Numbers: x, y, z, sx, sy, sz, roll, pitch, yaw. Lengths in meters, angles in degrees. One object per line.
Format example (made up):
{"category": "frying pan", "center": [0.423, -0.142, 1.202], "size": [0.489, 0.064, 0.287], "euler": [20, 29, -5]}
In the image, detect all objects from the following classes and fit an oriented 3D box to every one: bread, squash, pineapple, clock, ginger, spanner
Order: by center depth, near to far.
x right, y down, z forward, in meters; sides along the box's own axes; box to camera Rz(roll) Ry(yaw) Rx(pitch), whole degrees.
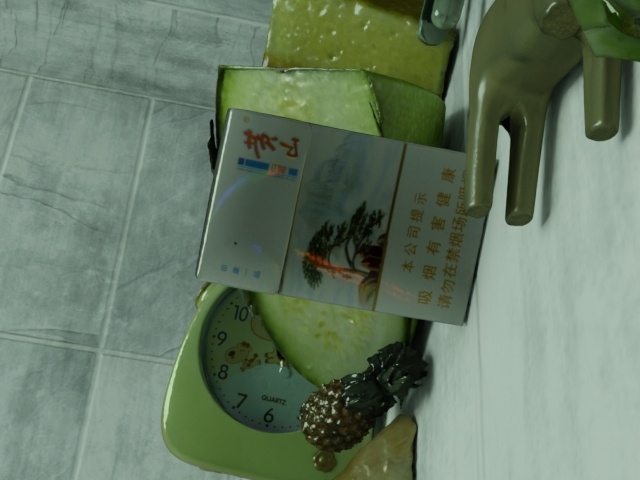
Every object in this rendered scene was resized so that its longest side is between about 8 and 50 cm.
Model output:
{"category": "ginger", "center": [0.024, 0.253, 1.104], "size": [0.115, 0.122, 0.193], "euler": [84, -157, -75]}
{"category": "pineapple", "center": [0.045, 0.151, 1.119], "size": [0.159, 0.074, 0.074], "euler": [-44, 31, 43]}
{"category": "squash", "center": [0.000, 0.000, 1.156], "size": [0.210, 0.233, 0.309], "euler": [14, -94, -55]}
{"category": "spanner", "center": [0.151, -0.358, 1.164], "size": [0.095, 0.040, 0.325], "euler": [149, 134, -80]}
{"category": "clock", "center": [-0.035, 0.122, 1.298], "size": [0.096, 0.235, 0.308], "euler": [55, -132, -75]}
{"category": "bread", "center": [0.091, -0.208, 1.415], "size": [0.361, 0.244, 0.233], "euler": [-32, -41, -58]}

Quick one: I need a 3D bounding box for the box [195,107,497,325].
{"category": "box", "center": [0.020, -0.021, 0.987], "size": [0.067, 0.233, 0.150], "euler": [-147, 67, -83]}

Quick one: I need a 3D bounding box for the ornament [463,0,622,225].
{"category": "ornament", "center": [0.161, -0.162, 0.770], "size": [0.230, 0.061, 0.245], "euler": [123, 156, -66]}

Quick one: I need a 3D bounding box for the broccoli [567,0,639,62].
{"category": "broccoli", "center": [0.165, -0.129, 0.472], "size": [0.162, 0.137, 0.146], "euler": [51, -157, -42]}
